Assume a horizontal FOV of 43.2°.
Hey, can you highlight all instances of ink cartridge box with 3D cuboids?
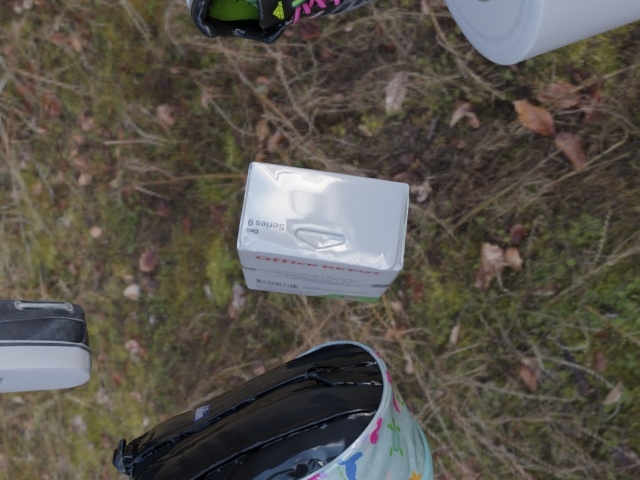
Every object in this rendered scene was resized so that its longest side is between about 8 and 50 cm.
[{"bbox_3d":[0.000,0.000,1.132,0.289,0.211,0.121,105,173,-77],"label":"ink cartridge box"}]

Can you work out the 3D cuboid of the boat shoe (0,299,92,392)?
[{"bbox_3d":[-0.379,0.092,0.807,0.108,0.301,0.102,-41,52,47],"label":"boat shoe"}]

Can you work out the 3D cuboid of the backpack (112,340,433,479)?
[{"bbox_3d":[-0.028,0.209,0.701,0.191,0.253,0.225,56,-178,-17],"label":"backpack"}]

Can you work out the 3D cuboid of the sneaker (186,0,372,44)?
[{"bbox_3d":[-0.024,-0.186,0.611,0.075,0.170,0.063,-88,-12,-50],"label":"sneaker"}]

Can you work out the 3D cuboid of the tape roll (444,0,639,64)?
[{"bbox_3d":[0.194,-0.286,0.661,0.246,0.169,0.246,160,90,-85],"label":"tape roll"}]
